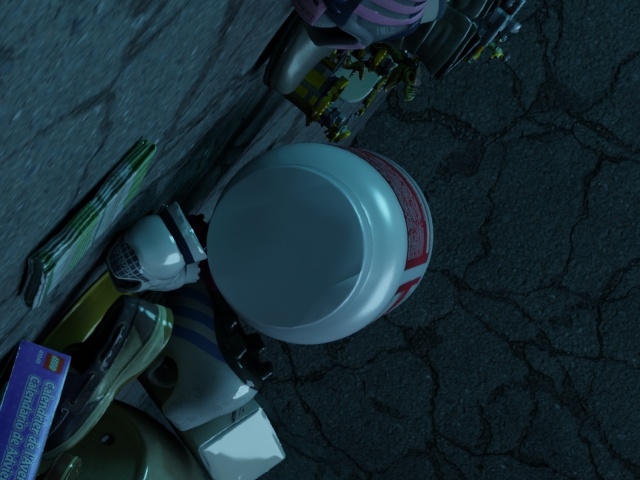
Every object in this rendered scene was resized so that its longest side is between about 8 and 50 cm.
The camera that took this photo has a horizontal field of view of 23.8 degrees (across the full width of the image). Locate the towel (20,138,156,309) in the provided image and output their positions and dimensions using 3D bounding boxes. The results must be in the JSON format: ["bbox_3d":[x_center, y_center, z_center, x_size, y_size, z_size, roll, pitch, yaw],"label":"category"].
[{"bbox_3d":[-0.200,-0.015,1.299,0.152,0.023,0.113,-52,-179,-25],"label":"towel"}]

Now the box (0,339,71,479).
[{"bbox_3d":[-0.342,0.258,1.549,0.293,0.057,0.201,128,-21,-49],"label":"box"}]

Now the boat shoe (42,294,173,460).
[{"bbox_3d":[-0.247,0.139,1.609,0.223,0.073,0.080,-46,-153,19],"label":"boat shoe"}]

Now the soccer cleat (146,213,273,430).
[{"bbox_3d":[-0.159,0.091,1.821,0.143,0.116,0.331,-34,-145,10],"label":"soccer cleat"}]

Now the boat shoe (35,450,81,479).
[{"bbox_3d":[-0.312,0.285,1.636,0.178,0.060,0.064,-56,179,36],"label":"boat shoe"}]

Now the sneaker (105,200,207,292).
[{"bbox_3d":[-0.184,0.017,1.613,0.095,0.090,0.235,-32,174,-11],"label":"sneaker"}]

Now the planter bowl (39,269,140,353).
[{"bbox_3d":[-0.255,0.130,1.734,0.217,0.090,0.217,-50,179,-1],"label":"planter bowl"}]

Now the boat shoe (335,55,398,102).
[{"bbox_3d":[0.099,-0.296,2.260,0.227,0.079,0.081,-46,-173,-2],"label":"boat shoe"}]

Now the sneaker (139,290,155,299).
[{"bbox_3d":[-0.208,0.103,2.115,0.115,0.105,0.281,-51,178,22],"label":"sneaker"}]

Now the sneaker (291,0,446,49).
[{"bbox_3d":[0.036,-0.236,1.342,0.131,0.112,0.319,-24,167,0],"label":"sneaker"}]

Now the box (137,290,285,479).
[{"bbox_3d":[-0.159,0.184,1.889,0.094,0.275,0.113,-33,135,-12],"label":"box"}]

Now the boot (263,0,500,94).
[{"bbox_3d":[0.067,-0.212,1.537,0.246,0.161,0.083,-51,178,11],"label":"boot"}]

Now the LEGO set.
[{"bbox_3d":[0.112,-0.230,1.832,0.255,0.192,0.331,-51,178,22],"label":"LEGO set"}]

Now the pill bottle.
[{"bbox_3d":[0.000,0.000,1.785,0.229,0.229,0.407,-51,173,8],"label":"pill bottle"}]

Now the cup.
[{"bbox_3d":[-0.287,0.315,1.834,0.331,0.331,0.237,-50,161,-30],"label":"cup"}]
